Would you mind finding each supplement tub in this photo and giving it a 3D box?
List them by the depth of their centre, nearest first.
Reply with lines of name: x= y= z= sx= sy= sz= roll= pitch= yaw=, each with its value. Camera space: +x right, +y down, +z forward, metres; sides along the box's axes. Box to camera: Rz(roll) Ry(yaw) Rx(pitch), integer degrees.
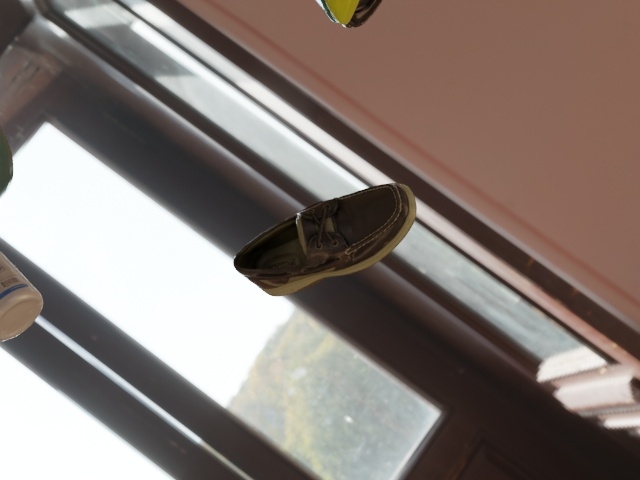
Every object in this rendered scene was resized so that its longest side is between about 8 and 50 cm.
supplement tub: x=-0.355 y=0.049 z=0.970 sx=0.071 sy=0.107 sz=0.071 roll=-42 pitch=-21 yaw=-20

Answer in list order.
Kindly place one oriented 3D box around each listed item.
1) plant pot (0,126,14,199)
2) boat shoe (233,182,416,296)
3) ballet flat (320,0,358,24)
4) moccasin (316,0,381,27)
plant pot: x=-0.576 y=-0.092 z=1.163 sx=0.195 sy=0.290 sz=0.290 roll=-63 pitch=1 yaw=-41
boat shoe: x=-0.001 y=-0.001 z=0.988 sx=0.223 sy=0.080 sz=0.073 roll=-27 pitch=-27 yaw=31
ballet flat: x=0.016 y=-0.357 z=1.013 sx=0.077 sy=0.231 sz=0.077 roll=-7 pitch=25 yaw=29
moccasin: x=-0.023 y=-0.441 z=1.245 sx=0.139 sy=0.147 sz=0.380 roll=-53 pitch=-27 yaw=3
